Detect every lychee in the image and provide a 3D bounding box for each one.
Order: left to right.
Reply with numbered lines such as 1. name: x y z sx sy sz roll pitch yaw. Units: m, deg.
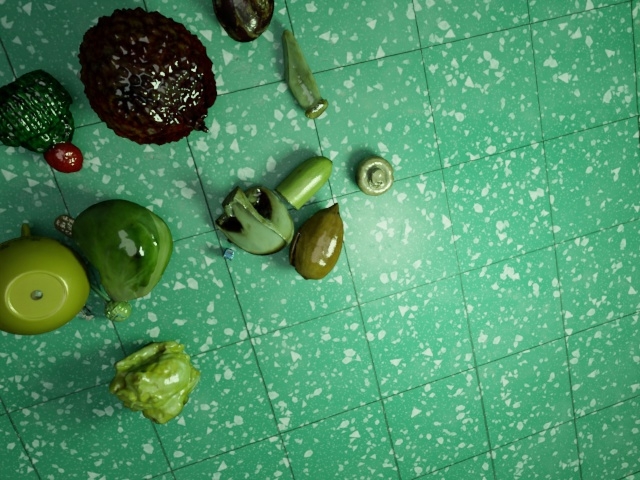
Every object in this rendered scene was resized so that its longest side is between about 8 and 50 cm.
1. lychee: -0.546 -0.513 1.370 0.425 0.424 0.500 -41 84 -1

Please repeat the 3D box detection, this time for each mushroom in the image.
1. mushroom: -0.271 -0.086 1.654 0.292 0.211 0.218 34 138 -26
2. mushroom: -0.081 -0.630 1.595 0.107 0.087 0.333 -30 101 -8
3. mushroom: 0.225 -0.264 1.704 0.167 0.127 0.166 -4 105 -16

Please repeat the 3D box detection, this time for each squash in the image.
1. squash: -0.055 -0.244 1.656 0.247 0.132 0.132 -45 105 -2

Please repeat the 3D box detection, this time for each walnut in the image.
1. walnut: 0.000 0.000 1.678 0.209 0.209 0.336 24 97 -14

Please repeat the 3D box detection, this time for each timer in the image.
1. timer: -0.999 0.141 1.448 0.376 0.387 0.375 -10 107 -38

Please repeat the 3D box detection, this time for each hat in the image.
1. hat: -0.945 -0.387 1.433 0.274 0.242 0.332 -18 129 16

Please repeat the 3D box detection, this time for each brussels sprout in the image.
1. brussels sprout: -0.704 0.030 1.509 0.315 0.276 0.370 -19 105 -3

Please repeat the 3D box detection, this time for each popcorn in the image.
1. popcorn: -0.651 0.545 1.627 0.313 0.312 0.311 -2 101 -10

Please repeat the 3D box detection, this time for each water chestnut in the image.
1. water chestnut: -0.282 -0.816 1.464 0.238 0.224 0.223 16 100 23

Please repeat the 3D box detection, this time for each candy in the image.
1. candy: -0.878 0.188 1.619 0.335 0.092 0.093 47 126 -8

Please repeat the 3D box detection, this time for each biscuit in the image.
1. biscuit: -0.938 -0.041 1.582 0.147 0.018 0.071 36 92 -16

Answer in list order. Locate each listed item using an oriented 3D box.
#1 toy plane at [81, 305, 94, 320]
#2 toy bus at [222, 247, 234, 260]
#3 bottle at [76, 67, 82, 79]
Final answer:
1. toy plane: -0.948 0.266 1.636 0.049 0.031 0.120 -31 102 -12
2. toy bus: -0.371 0.055 1.677 0.038 0.083 0.045 20 85 -14
3. bottle: -0.773 -0.522 1.498 0.060 0.060 0.217 -41 107 -1
